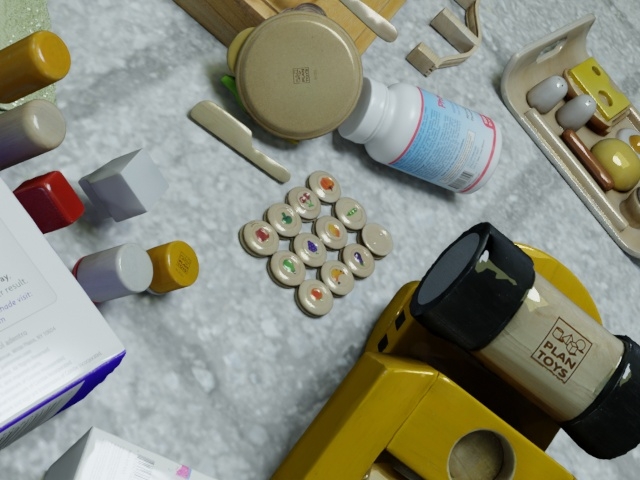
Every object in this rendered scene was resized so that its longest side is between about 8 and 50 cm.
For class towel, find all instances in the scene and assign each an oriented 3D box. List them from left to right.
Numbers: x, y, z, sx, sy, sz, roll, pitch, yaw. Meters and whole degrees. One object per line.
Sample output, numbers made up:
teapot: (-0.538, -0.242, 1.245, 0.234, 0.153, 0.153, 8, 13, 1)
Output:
towel: (-0.279, -0.167, 0.891, 0.110, 0.027, 0.148, 8, 57, -33)

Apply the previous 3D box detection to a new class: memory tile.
memory tile: (0.000, 0.000, 0.989, 0.113, 0.012, 0.148, 48, 45, 1)

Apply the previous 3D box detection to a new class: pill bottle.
pill bottle: (0.102, -0.111, 1.086, 0.160, 0.087, 0.087, 19, 52, -26)

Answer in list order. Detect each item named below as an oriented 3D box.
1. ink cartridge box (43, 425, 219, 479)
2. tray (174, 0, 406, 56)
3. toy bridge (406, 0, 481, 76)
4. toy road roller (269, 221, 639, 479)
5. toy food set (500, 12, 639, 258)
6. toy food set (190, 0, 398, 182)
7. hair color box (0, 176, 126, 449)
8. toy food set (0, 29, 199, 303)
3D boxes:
ink cartridge box: (-0.120, 0.207, 0.709, 0.143, 0.090, 0.092, 29, 48, -18)
tray: (0.021, -0.335, 1.164, 0.203, 0.076, 0.411, 41, 50, -7)
toy bridge: (0.164, -0.252, 1.268, 0.063, 0.026, 0.188, 42, 45, -8)
toy road roller: (0.104, 0.153, 0.869, 0.202, 0.240, 0.329, 38, 83, -9)
toy food set: (0.381, -0.138, 1.301, 0.220, 0.092, 0.306, -32, 83, -44)
toy food set: (-0.024, -0.162, 1.008, 0.132, 0.192, 0.038, 38, 2, -11)
hair color box: (-0.311, 0.001, 0.700, 0.185, 0.110, 0.338, -32, 84, -43)
toy food set: (-0.204, -0.035, 0.824, 0.232, 0.105, 0.111, 58, 36, -24)
